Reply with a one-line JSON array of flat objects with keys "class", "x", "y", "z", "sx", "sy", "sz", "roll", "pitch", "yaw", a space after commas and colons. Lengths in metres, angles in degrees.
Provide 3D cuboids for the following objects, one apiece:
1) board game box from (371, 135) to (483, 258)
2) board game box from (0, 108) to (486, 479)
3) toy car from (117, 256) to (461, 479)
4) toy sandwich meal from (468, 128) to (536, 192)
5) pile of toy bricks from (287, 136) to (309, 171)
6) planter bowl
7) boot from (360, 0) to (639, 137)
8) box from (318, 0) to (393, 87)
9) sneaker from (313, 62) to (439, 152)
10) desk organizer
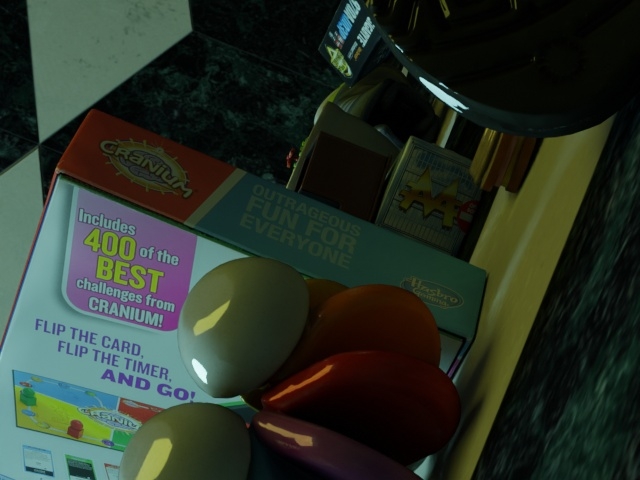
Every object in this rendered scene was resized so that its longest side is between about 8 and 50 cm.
[{"class": "board game box", "x": 0.045, "y": 0.030, "z": 1.277, "sx": 0.194, "sy": 0.060, "sz": 0.194, "roll": 115, "pitch": 176, "yaw": -57}, {"class": "board game box", "x": -0.073, "y": 0.102, "z": 1.134, "sx": 0.064, "sy": 0.242, "sz": 0.316, "roll": -71, "pitch": 5, "yaw": -52}, {"class": "toy car", "x": 0.003, "y": 0.102, "z": 0.950, "sx": 0.136, "sy": 0.159, "sz": 0.182, "roll": -2, "pitch": 60, "yaw": 47}, {"class": "toy sandwich meal", "x": 0.110, "y": -0.064, "z": 1.102, "sx": 0.085, "sy": 0.029, "sz": 0.085, "roll": 22, "pitch": -90, "yaw": -86}, {"class": "pile of toy bricks", "x": 0.019, "y": -0.075, "z": 1.944, "sx": 0.118, "sy": 0.105, "sz": 0.212, "roll": 100, "pitch": -173, "yaw": -47}, {"class": "planter bowl", "x": 0.023, "y": -0.012, "z": 1.480, "sx": 0.162, "sy": 0.109, "sz": 0.162, "roll": 22, "pitch": -90, "yaw": -89}, {"class": "boot", "x": 0.082, "y": -0.146, "z": 0.985, "sx": 0.131, "sy": 0.348, "sz": 0.260, "roll": -31, "pitch": -32, "yaw": 5}, {"class": "box", "x": 0.090, "y": -0.226, "z": 1.688, "sx": 0.175, "sy": 0.051, "sz": 0.220, "roll": -38, "pitch": -3, "yaw": -12}, {"class": "sneaker", "x": 0.061, "y": -0.097, "z": 1.769, "sx": 0.121, "sy": 0.111, "sz": 0.300, "roll": -47, "pitch": 13, "yaw": 26}, {"class": "desk organizer", "x": 0.000, "y": 0.000, "z": 1.235, "sx": 0.047, "sy": 0.050, "sz": 0.130, "roll": 123, "pitch": 166, "yaw": -65}]
